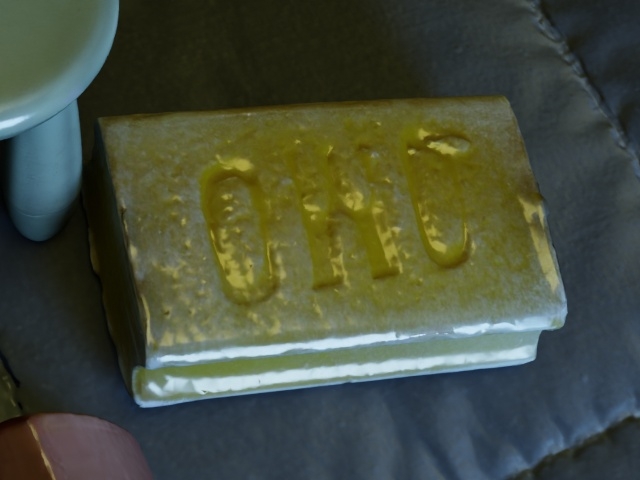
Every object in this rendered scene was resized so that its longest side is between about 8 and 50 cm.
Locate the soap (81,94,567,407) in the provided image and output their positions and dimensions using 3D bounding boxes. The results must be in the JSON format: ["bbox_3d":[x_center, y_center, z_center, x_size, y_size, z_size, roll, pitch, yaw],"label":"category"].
[{"bbox_3d":[0.000,0.000,1.231,0.274,0.089,0.173,-6,67,-21],"label":"soap"}]

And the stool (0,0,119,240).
[{"bbox_3d":[-0.226,-0.101,1.141,0.195,0.198,0.195,-12,68,-22],"label":"stool"}]

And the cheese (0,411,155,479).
[{"bbox_3d":[-0.151,0.164,1.039,0.203,0.177,0.128,-15,70,-26],"label":"cheese"}]
